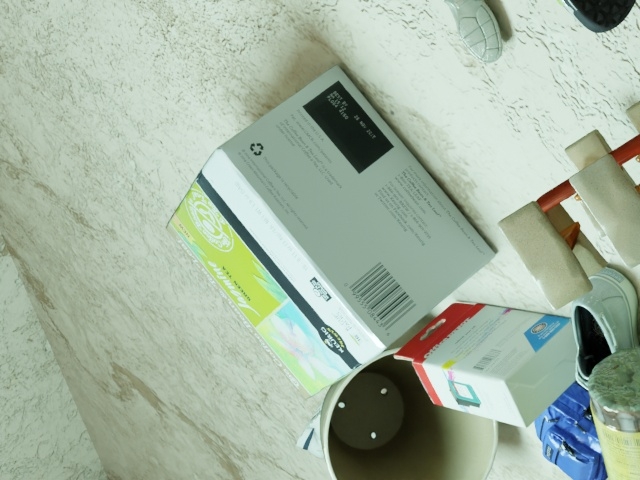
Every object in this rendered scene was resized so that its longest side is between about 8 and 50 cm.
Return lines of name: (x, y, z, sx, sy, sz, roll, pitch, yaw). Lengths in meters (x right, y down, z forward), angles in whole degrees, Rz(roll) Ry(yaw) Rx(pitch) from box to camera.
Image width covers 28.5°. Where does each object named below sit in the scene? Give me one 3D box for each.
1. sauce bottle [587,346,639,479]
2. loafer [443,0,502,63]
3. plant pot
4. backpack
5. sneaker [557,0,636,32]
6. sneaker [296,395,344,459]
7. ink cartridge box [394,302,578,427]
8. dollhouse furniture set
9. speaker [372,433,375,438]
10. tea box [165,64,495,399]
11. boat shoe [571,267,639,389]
sauce bottle: (0.393, 0.279, 1.485, 0.111, 0.111, 0.344, 24, 144, 44)
loafer: (0.160, -0.250, 1.346, 0.045, 0.039, 0.125, -26, 106, 30)
plant pot: (0.100, 0.276, 1.907, 0.256, 0.256, 0.274, 56, 170, -8)
backpack: (0.329, 0.244, 1.619, 0.120, 0.101, 0.098, 40, 145, 31)
sneaker: (0.212, -0.299, 1.172, 0.234, 0.084, 0.097, 56, 178, -6)
sneaker: (0.027, 0.337, 2.271, 0.095, 0.090, 0.235, 34, 155, 8)
ink cartridge box: (0.219, 0.156, 1.646, 0.231, 0.134, 0.078, 7, 130, 57)
dollhouse furniture set: (0.289, -0.087, 1.122, 0.259, 0.262, 0.135, -34, 92, 31)
speaker: (0.106, 0.377, 2.203, 0.136, 0.055, 0.055, 44, 153, 17)
tea box: (0.000, 0.000, 1.706, 0.329, 0.220, 0.323, 50, 155, 3)
boat shoe: (0.333, 0.137, 1.493, 0.079, 0.081, 0.227, 26, 144, 43)
